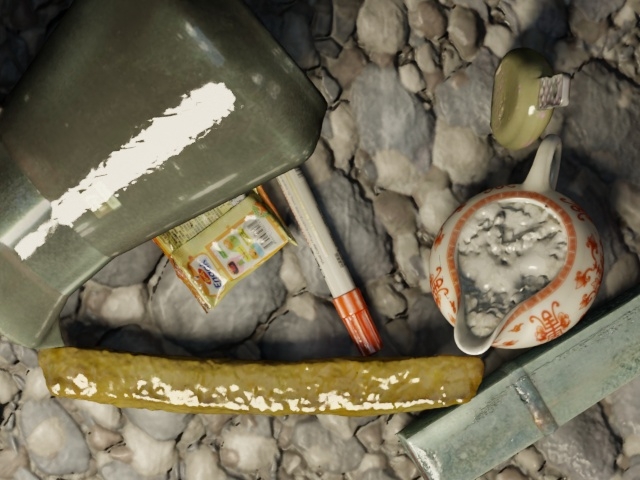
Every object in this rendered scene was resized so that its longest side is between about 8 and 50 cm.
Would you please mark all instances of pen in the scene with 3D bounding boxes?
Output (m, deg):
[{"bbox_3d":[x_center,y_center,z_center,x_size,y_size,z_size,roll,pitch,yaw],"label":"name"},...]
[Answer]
[{"bbox_3d":[0.000,0.000,1.596,0.028,0.028,0.239,-25,91,-4],"label":"pen"}]

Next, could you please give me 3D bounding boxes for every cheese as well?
[{"bbox_3d":[0.195,-0.131,1.530,0.037,0.192,0.097,4,92,-8],"label":"cheese"}]

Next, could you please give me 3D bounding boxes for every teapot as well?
[{"bbox_3d":[-0.200,-0.103,1.472,0.344,0.253,0.300,-41,108,1],"label":"teapot"},{"bbox_3d":[0.184,0.013,1.565,0.159,0.116,0.245,0,63,28],"label":"teapot"}]

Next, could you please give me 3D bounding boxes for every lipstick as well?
[{"bbox_3d":[0.213,0.135,1.584,0.290,0.077,0.076,-33,91,-5],"label":"lipstick"}]

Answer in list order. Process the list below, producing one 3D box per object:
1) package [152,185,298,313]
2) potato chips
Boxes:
[{"bbox_3d":[-0.093,-0.008,1.588,0.121,0.031,0.108,-37,92,1],"label":"package"},{"bbox_3d":[-0.054,0.132,1.566,0.407,0.080,0.057,2,75,-1],"label":"potato chips"}]
